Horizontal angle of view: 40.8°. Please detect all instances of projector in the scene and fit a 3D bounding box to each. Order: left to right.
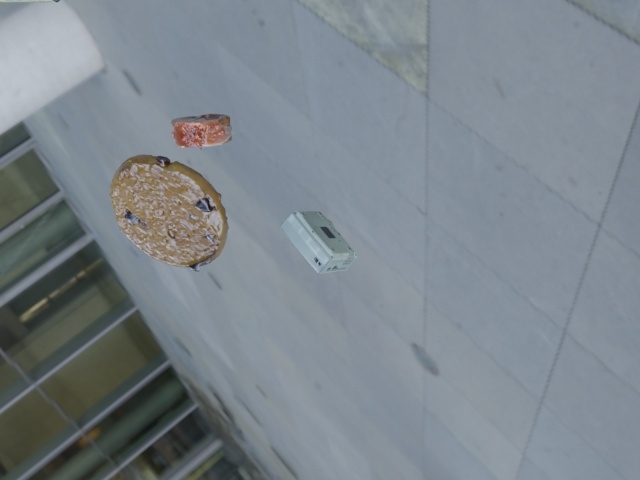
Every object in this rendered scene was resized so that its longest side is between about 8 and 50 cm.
[{"bbox_3d":[0.000,0.000,1.903,0.147,0.061,0.115,50,-155,22],"label":"projector"}]

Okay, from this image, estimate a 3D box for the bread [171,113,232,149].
[{"bbox_3d":[-0.307,-0.282,2.223,0.160,0.160,0.073,25,120,57],"label":"bread"}]

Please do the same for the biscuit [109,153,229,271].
[{"bbox_3d":[-0.323,-0.064,1.856,0.295,0.075,0.296,13,132,15],"label":"biscuit"}]

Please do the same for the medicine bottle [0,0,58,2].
[{"bbox_3d":[-0.655,-0.443,1.447,0.108,0.426,0.108,0,-90,-89],"label":"medicine bottle"}]
